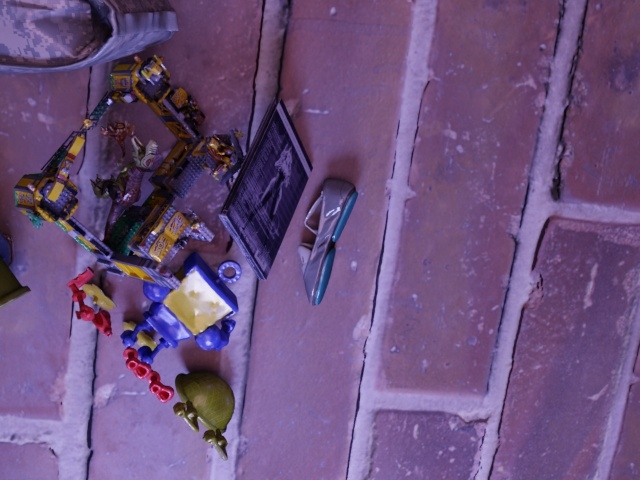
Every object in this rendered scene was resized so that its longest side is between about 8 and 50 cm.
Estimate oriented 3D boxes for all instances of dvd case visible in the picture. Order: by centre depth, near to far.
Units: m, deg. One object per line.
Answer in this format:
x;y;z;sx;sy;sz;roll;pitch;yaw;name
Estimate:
-0.076;-0.076;1.227;0.018;0.221;0.164;7;148;25;dvd case

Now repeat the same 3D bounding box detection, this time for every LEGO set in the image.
-0.229;-0.092;1.138;0.331;0.192;0.255;-51;129;-27;LEGO set

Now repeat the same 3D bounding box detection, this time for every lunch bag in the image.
-0.348;-0.299;1.070;0.287;0.235;0.168;3;105;7;lunch bag

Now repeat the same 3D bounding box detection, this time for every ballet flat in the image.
0.000;0.000;1.356;0.068;0.072;0.213;20;100;12;ballet flat

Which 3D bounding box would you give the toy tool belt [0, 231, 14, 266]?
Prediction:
-0.496;0.006;1.256;0.052;0.051;0.083;-12;106;-8;toy tool belt

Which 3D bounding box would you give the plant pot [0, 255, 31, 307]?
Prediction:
-0.644;0.011;1.100;0.367;0.366;0.353;-29;96;-3;plant pot

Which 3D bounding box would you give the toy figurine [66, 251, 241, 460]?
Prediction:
-0.188;0.132;1.288;0.217;0.191;0.362;-42;109;-3;toy figurine
